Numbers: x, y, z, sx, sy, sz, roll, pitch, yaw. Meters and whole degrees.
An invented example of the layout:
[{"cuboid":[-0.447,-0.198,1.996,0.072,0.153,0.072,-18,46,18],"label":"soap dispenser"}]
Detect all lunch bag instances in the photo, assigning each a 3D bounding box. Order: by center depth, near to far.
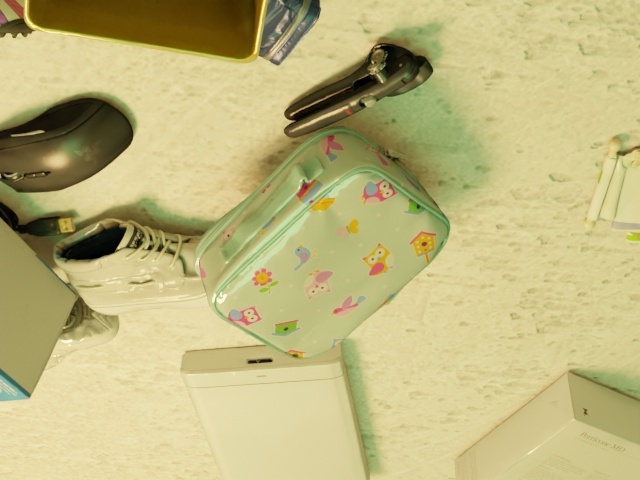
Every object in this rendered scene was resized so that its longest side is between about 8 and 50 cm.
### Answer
[{"cuboid":[-0.039,-0.236,1.229,0.065,0.067,0.098,25,131,-24],"label":"lunch bag"},{"cuboid":[0.000,0.000,1.398,0.279,0.108,0.224,-43,131,15],"label":"lunch bag"}]

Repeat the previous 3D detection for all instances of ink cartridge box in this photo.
[{"cuboid":[-0.469,0.096,1.489,0.233,0.168,0.171,-9,137,31],"label":"ink cartridge box"}]

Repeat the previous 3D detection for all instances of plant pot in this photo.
[{"cuboid":[-0.143,-0.313,1.061,0.212,0.187,0.212,8,136,-8],"label":"plant pot"}]

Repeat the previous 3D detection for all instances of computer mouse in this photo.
[{"cuboid":[-0.330,-0.066,1.423,0.262,0.060,0.184,-13,134,16],"label":"computer mouse"}]

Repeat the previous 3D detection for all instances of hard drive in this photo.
[{"cuboid":[-0.060,0.286,1.804,0.233,0.047,0.353,-5,137,7],"label":"hard drive"}]

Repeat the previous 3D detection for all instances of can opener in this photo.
[{"cuboid":[0.034,-0.160,1.315,0.186,0.059,0.073,-24,132,24],"label":"can opener"}]

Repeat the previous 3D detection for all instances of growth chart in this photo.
[{"cuboid":[0.444,-0.045,1.456,0.237,0.021,0.172,7,137,-6],"label":"growth chart"}]

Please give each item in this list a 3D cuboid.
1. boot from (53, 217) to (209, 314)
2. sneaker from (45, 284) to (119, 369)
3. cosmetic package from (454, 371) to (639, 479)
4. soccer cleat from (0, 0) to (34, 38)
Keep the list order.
[{"cuboid":[-0.208,0.024,1.489,0.258,0.095,0.123,-13,142,16],"label":"boot"},{"cuboid":[-0.370,0.130,1.628,0.232,0.090,0.115,-5,144,20],"label":"sneaker"},{"cuboid":[0.444,0.369,1.845,0.377,0.097,0.284,23,134,-22],"label":"cosmetic package"},{"cuboid":[-0.345,-0.255,1.096,0.109,0.318,0.116,20,107,20],"label":"soccer cleat"}]
